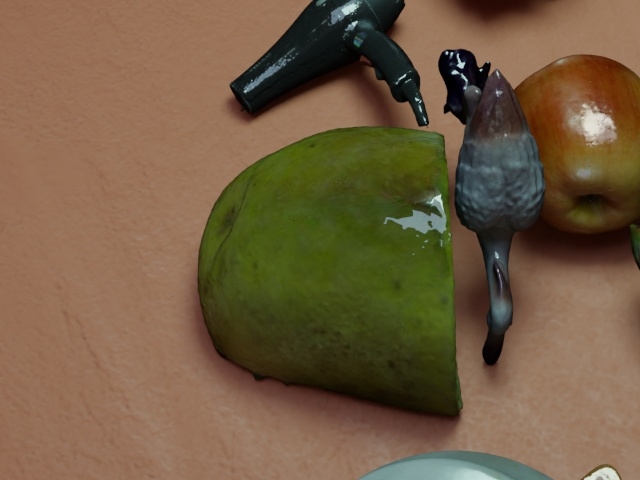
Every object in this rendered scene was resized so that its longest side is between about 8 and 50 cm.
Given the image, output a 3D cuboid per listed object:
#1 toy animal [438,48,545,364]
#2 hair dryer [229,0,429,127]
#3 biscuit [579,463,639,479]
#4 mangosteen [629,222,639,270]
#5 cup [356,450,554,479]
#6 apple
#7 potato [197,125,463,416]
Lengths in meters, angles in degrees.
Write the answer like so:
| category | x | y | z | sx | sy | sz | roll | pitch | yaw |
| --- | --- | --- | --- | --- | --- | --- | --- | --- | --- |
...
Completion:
| category | x | y | z | sx | sy | sz | roll | pitch | yaw |
| --- | --- | --- | --- | --- | --- | --- | --- | --- | --- |
| toy animal | 0.179 | -0.046 | 1.622 | 0.090 | 0.195 | 0.324 | -6 | 80 | -1 |
| hair dryer | 0.036 | -0.189 | 1.809 | 0.235 | 0.091 | 0.271 | -37 | 39 | -7 |
| biscuit | 0.280 | 0.323 | 1.539 | 0.306 | 0.043 | 0.284 | 3 | 62 | 10 |
| mangosteen | 0.483 | -0.017 | 1.597 | 0.311 | 0.311 | 0.311 | -2 | 59 | 4 |
| cup | 0.105 | 0.335 | 1.449 | 0.347 | 0.163 | 0.347 | -5 | 65 | 12 |
| apple | 0.282 | -0.097 | 1.718 | 0.199 | 0.199 | 0.199 | -2 | 59 | 4 |
| potato | 0.000 | 0.000 | 1.664 | 0.280 | 0.213 | 0.330 | -4 | 59 | 7 |
